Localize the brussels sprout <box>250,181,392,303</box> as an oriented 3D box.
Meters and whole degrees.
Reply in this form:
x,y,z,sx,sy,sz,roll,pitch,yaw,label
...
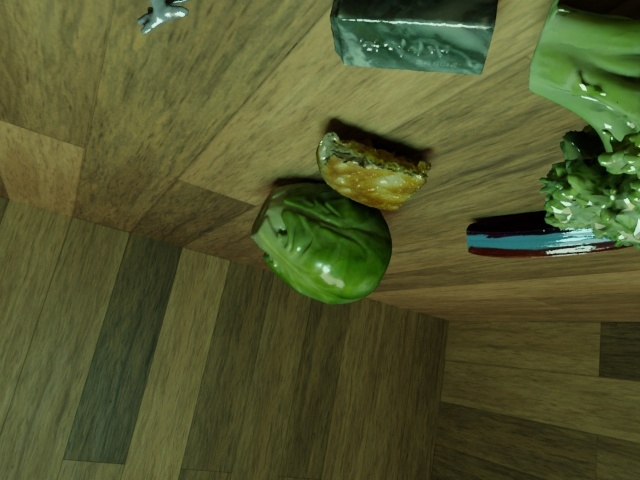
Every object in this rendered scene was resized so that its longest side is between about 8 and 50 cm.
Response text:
x,y,z,sx,sy,sz,roll,pitch,yaw,label
0.000,-0.001,1.230,0.355,0.289,0.281,24,151,-1,brussels sprout

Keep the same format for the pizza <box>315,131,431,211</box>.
x,y,z,sx,sy,sz,roll,pitch,yaw,label
0.121,-0.141,1.000,0.226,0.086,0.335,-4,162,30,pizza

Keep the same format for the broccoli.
x,y,z,sx,sy,sz,roll,pitch,yaw,label
0.381,-0.135,0.505,0.338,0.277,0.317,33,174,-36,broccoli

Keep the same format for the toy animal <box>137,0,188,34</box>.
x,y,z,sx,sy,sz,roll,pitch,yaw,label
-0.188,-0.324,0.516,0.367,0.081,0.205,10,151,8,toy animal

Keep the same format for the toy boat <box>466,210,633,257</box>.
x,y,z,sx,sy,sz,roll,pitch,yaw,label
0.526,-0.019,1.133,0.392,0.136,0.079,-5,127,46,toy boat

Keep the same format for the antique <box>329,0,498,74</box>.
x,y,z,sx,sy,sz,roll,pitch,yaw,label
0.104,-0.258,0.564,0.183,0.086,0.088,8,164,11,antique
